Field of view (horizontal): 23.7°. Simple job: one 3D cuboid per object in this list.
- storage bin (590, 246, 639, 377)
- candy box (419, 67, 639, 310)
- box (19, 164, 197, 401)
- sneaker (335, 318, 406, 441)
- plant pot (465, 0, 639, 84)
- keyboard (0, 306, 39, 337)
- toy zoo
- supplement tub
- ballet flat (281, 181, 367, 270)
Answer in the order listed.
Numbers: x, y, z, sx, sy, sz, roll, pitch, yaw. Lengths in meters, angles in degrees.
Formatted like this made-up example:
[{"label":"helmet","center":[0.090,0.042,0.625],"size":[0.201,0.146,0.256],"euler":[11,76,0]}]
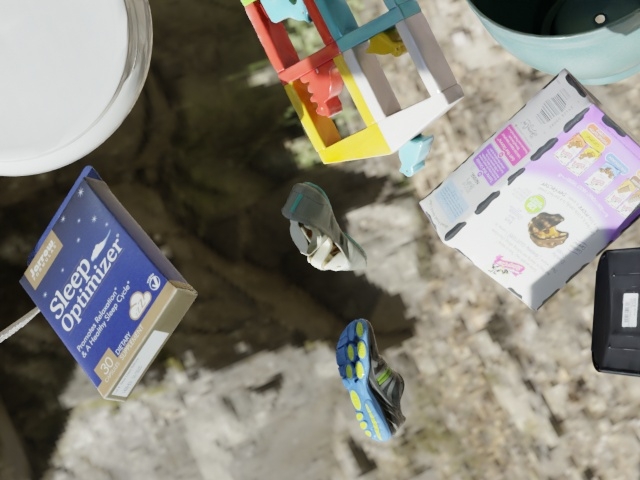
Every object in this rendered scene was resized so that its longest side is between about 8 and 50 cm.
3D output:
[{"label":"storage bin","center":[0.331,0.070,1.444],"size":[0.180,0.084,0.122],"euler":[171,103,-76]},{"label":"candy box","center":[0.225,-0.046,1.503],"size":[0.196,0.165,0.070],"euler":[-43,41,14]},{"label":"box","center":[-0.222,0.035,1.507],"size":[0.225,0.036,0.136],"euler":[47,110,38]},{"label":"sneaker","center":[0.079,0.202,2.255],"size":[0.067,0.078,0.188],"euler":[-5,107,47]},{"label":"plant pot","center":[0.332,-0.314,1.880],"size":[0.293,0.293,0.196],"euler":[43,175,35]},{"label":"keyboard","center":[-0.448,0.135,2.130],"size":[0.072,0.256,0.014],"euler":[-34,94,20]},{"label":"toy zoo","center":[0.023,-0.194,1.473],"size":[0.192,0.030,0.293],"euler":[-21,97,49]},{"label":"supplement tub","center":[-0.256,-0.174,1.280],"size":[0.316,0.228,0.228],"euler":[-130,23,-80]},{"label":"ballet flat","center":[0.000,0.000,2.022],"size":[0.072,0.068,0.213],"euler":[20,159,31]}]
